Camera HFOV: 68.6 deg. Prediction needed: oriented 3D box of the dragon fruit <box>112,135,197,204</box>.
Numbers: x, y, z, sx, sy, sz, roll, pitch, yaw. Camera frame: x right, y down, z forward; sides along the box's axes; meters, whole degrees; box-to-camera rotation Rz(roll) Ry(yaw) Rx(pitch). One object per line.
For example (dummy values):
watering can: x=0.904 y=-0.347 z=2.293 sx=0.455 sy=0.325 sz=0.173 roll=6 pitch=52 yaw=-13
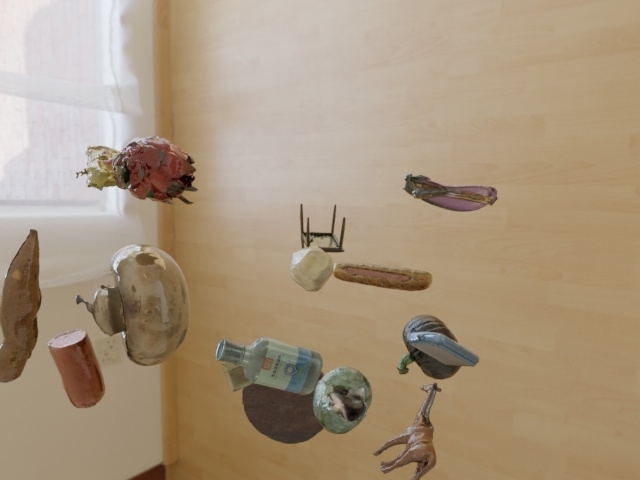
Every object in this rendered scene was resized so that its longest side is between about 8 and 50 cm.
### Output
dragon fruit: x=-0.453 y=-0.193 z=1.324 sx=0.192 sy=0.274 sz=0.193 roll=-34 pitch=69 yaw=28

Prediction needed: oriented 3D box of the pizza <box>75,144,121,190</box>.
pizza: x=-0.729 y=-0.247 z=1.651 sx=0.280 sy=0.287 sz=0.075 roll=18 pitch=117 yaw=-11

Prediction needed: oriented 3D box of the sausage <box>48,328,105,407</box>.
sausage: x=-0.739 y=0.405 z=1.445 sx=0.114 sy=0.114 sz=0.259 roll=12 pitch=120 yaw=36

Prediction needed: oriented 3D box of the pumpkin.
pumpkin: x=0.381 y=0.404 z=1.717 sx=0.248 sy=0.248 sz=0.247 roll=4 pitch=96 yaw=37

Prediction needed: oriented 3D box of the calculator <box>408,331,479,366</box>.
calculator: x=0.334 y=0.295 z=1.271 sx=0.121 sy=0.210 sz=0.039 roll=-17 pitch=48 yaw=53

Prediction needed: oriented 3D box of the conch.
conch: x=0.081 y=0.521 z=1.547 sx=0.220 sy=0.277 sz=0.195 roll=11 pitch=85 yaw=37

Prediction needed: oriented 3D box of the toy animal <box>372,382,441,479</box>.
toy animal: x=0.228 y=0.454 z=1.120 sx=0.230 sy=0.224 sz=0.066 roll=-37 pitch=107 yaw=-3

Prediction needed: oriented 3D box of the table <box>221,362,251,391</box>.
table: x=-0.227 y=0.371 z=1.322 sx=0.083 sy=0.079 sz=0.062 roll=67 pitch=156 yaw=8

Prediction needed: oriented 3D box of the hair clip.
hair clip: x=0.446 y=-0.154 z=1.619 sx=0.095 sy=0.359 sz=0.110 roll=-142 pitch=60 yaw=-66

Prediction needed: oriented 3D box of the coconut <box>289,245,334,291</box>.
coconut: x=-0.040 y=0.102 z=1.752 sx=0.162 sy=0.161 sz=0.161 roll=37 pitch=116 yaw=9

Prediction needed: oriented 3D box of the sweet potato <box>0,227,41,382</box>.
sweet potato: x=-0.499 y=0.117 z=0.781 sx=0.059 sy=0.067 sz=0.281 roll=26 pitch=114 yaw=1

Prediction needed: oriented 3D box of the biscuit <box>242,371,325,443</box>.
biscuit: x=-0.143 y=0.687 z=2.055 sx=0.408 sy=0.091 sz=0.407 roll=2 pitch=100 yaw=11

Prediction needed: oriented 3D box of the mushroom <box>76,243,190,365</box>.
mushroom: x=-0.541 y=0.191 z=1.369 sx=0.362 sy=0.295 sz=0.362 roll=29 pitch=124 yaw=56

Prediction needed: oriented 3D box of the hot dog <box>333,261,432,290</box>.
hot dog: x=0.166 y=0.100 z=1.306 sx=0.286 sy=0.088 sz=0.061 roll=5 pitch=80 yaw=29

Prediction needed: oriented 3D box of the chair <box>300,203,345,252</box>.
chair: x=0.000 y=0.000 z=1.933 sx=0.188 sy=0.167 sz=0.272 roll=-116 pitch=29 yaw=-62

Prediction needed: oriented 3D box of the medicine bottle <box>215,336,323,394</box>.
medicine bottle: x=-0.098 y=0.238 z=0.913 sx=0.054 sy=0.209 sz=0.090 roll=12 pitch=82 yaw=66
